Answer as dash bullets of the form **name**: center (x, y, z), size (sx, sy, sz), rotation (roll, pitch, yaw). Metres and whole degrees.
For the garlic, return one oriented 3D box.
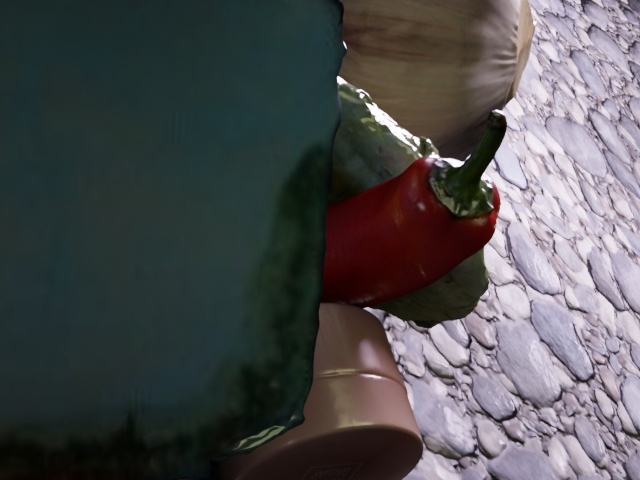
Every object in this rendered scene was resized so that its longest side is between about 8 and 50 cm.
- **garlic**: center (0.090, -0.215, 1.321), size (0.259, 0.317, 0.317), rotation (20, 32, 6)

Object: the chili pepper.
- **chili pepper**: center (0.000, 0.004, 0.923), size (0.137, 0.368, 0.092), rotation (33, 46, -47)

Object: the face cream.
- **face cream**: center (-0.009, 0.128, 0.922), size (0.149, 0.149, 0.104), rotation (15, 45, -41)

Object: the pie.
- **pie**: center (0.022, -0.034, 1.078), size (0.071, 0.306, 0.306), rotation (-40, 86, -20)

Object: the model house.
- **model house**: center (-0.228, -0.030, 0.783), size (0.360, 0.339, 0.297), rotation (0, 98, -34)
